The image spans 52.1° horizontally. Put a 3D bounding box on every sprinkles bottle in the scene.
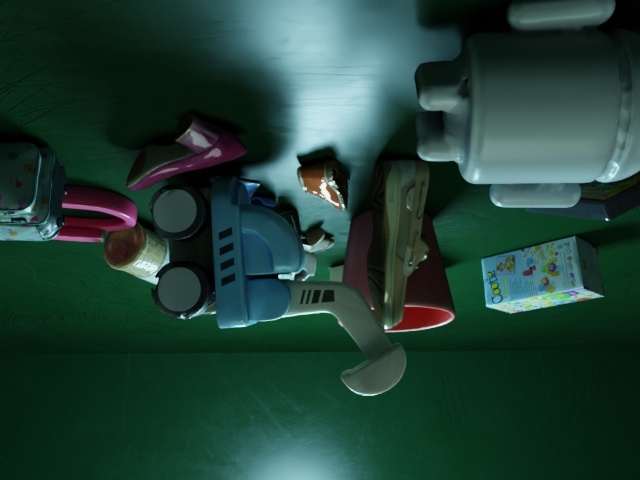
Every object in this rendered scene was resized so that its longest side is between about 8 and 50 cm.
[{"bbox_3d":[-0.384,0.061,1.648,0.121,0.121,0.355,-9,159,22],"label":"sprinkles bottle"}]

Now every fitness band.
[{"bbox_3d":[-0.544,-0.056,1.405,0.290,0.054,0.209,4,160,-17],"label":"fitness band"}]

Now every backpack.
[{"bbox_3d":[-0.560,-0.085,1.146,0.188,0.166,0.144,-4,160,-2],"label":"backpack"}]

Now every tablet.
[{"bbox_3d":[-0.162,-0.106,1.356,0.054,0.006,0.083,7,160,-21],"label":"tablet"}]

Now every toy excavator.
[{"bbox_3d":[-0.073,0.084,1.254,0.444,0.434,0.222,-5,175,4],"label":"toy excavator"}]

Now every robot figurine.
[{"bbox_3d":[0.303,-0.177,0.873,0.353,0.200,0.300,1,125,5],"label":"robot figurine"}]

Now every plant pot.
[{"bbox_3d":[0.170,0.068,1.517,0.274,0.243,0.275,0,161,0],"label":"plant pot"}]

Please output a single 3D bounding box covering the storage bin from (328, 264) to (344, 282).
[{"bbox_3d":[0.197,0.136,1.900,0.262,0.123,0.260,-16,155,36],"label":"storage bin"}]

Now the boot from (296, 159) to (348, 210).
[{"bbox_3d":[0.008,-0.107,1.298,0.084,0.059,0.158,-4,152,18],"label":"boot"}]

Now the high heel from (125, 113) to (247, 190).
[{"bbox_3d":[-0.244,-0.135,1.158,0.117,0.082,0.244,27,135,-36],"label":"high heel"}]

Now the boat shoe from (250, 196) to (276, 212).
[{"bbox_3d":[-0.176,-0.019,1.479,0.108,0.089,0.258,6,160,-19],"label":"boat shoe"}]

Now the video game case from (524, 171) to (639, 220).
[{"bbox_3d":[0.482,-0.106,1.034,0.248,0.035,0.275,-27,-172,-4],"label":"video game case"}]

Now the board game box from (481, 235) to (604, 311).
[{"bbox_3d":[0.603,0.100,1.790,0.275,0.145,0.142,-17,156,40],"label":"board game box"}]

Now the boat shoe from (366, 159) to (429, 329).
[{"bbox_3d":[0.160,0.013,1.275,0.110,0.342,0.122,-3,-160,-12],"label":"boat shoe"}]

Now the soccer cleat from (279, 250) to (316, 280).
[{"bbox_3d":[-0.079,0.083,1.800,0.068,0.076,0.196,12,157,-33],"label":"soccer cleat"}]

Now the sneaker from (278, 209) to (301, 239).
[{"bbox_3d":[-0.095,-0.011,1.524,0.094,0.082,0.208,3,160,2],"label":"sneaker"}]

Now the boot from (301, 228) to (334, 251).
[{"bbox_3d":[0.000,0.000,1.631,0.086,0.042,0.118,6,162,-39],"label":"boot"}]
